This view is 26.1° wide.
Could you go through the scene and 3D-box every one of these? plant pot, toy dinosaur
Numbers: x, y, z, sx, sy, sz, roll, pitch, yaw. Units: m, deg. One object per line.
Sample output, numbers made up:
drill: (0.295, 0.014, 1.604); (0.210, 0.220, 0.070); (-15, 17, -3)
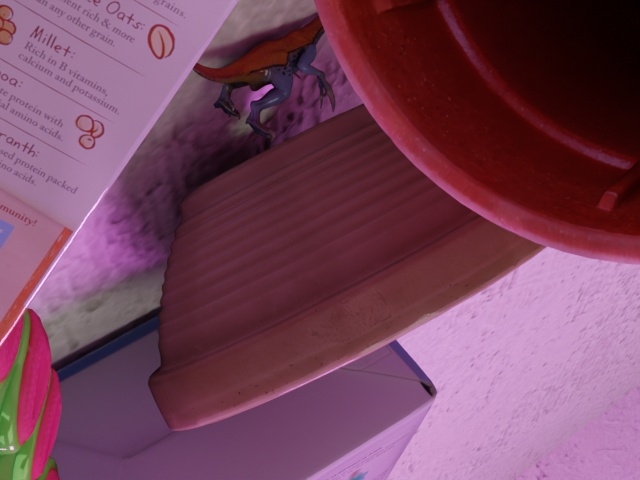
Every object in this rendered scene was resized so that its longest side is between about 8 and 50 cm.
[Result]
plant pot: (0.174, -0.154, 0.580); (0.265, 0.272, 0.272); (-25, 158, -54)
plant pot: (0.000, 0.000, 0.741); (0.237, 0.109, 0.237); (-28, -178, 1)
toy dinosaur: (-0.013, -0.089, 0.685); (0.082, 0.047, 0.090); (-55, 152, -10)

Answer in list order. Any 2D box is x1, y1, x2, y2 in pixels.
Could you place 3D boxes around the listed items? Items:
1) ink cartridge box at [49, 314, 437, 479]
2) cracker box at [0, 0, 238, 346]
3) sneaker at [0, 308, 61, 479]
ink cartridge box: (-0.107, 0.206, 0.996); (0.270, 0.151, 0.395); (-28, 156, -27)
cracker box: (-0.068, -0.085, 0.429); (0.232, 0.067, 0.155); (-51, -162, 30)
sneaker: (-0.225, 0.169, 0.635); (0.185, 0.202, 0.482); (-74, 175, -48)
